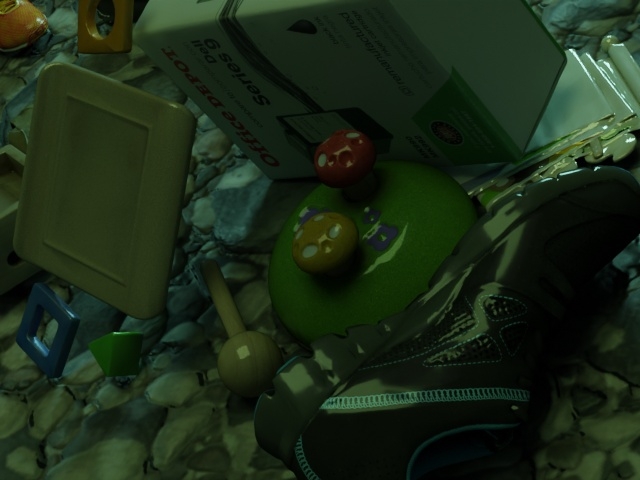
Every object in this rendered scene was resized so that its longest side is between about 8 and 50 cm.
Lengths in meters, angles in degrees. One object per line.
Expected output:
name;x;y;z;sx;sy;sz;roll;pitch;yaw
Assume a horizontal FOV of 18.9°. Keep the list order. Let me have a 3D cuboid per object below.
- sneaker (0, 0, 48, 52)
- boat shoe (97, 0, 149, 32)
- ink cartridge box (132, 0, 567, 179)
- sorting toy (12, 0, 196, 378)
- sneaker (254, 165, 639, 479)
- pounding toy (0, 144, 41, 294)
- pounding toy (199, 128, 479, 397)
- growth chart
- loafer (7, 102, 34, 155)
sneaker;-0.352;-0.253;2.099;0.064;0.067;0.175;-40;40;-13
boat shoe;-0.134;-0.270;1.963;0.228;0.068;0.081;-13;41;23
ink cartridge box;0.021;-0.161;1.590;0.289;0.211;0.121;-3;51;44
sorting toy;-0.175;-0.046;1.617;0.196;0.047;0.347;22;106;44
sneaker;0.120;0.080;1.389;0.341;0.125;0.139;-38;65;-13
pounding toy;-0.309;-0.002;1.781;0.141;0.100;0.130;-33;37;-20
pounding toy;0.000;0.000;1.520;0.237;0.110;0.183;-28;45;8
growth chart;0.167;-0.089;1.594;0.237;0.021;0.172;-22;39;13
loafer;-0.273;-0.088;1.874;0.050;0.056;0.148;-29;27;5
